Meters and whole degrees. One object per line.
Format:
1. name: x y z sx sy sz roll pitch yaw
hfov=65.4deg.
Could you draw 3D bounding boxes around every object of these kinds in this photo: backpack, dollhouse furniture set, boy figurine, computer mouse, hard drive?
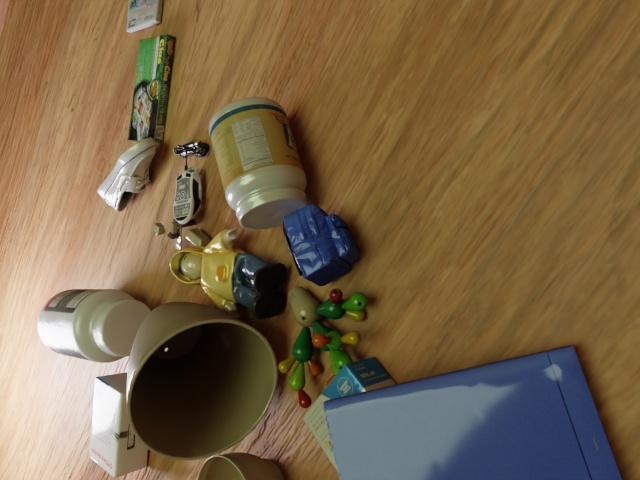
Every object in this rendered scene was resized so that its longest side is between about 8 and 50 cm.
1. backpack: 0.000 0.000 0.818 0.101 0.098 0.120 -29 66 6
2. dollhouse furniture set: -0.302 0.013 1.100 0.114 0.091 0.081 33 124 35
3. boy figurine: -0.188 0.058 0.980 0.285 0.092 0.177 16 107 39
4. computer mouse: -0.292 -0.128 1.117 0.106 0.042 0.192 -5 79 37
5. hard drive: 0.176 0.269 0.607 0.319 0.040 0.210 -19 74 18

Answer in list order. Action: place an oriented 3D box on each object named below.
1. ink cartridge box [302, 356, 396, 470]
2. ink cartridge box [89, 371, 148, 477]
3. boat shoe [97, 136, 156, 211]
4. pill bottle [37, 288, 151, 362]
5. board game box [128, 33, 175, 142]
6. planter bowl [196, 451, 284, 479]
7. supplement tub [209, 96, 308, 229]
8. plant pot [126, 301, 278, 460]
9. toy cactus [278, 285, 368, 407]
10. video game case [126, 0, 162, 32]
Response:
1. ink cartridge box: 0.092 0.305 0.728 0.231 0.078 0.134 48 118 32
2. ink cartridge box: -0.493 0.448 1.231 0.148 0.086 0.203 8 93 42
3. boat shoe: -0.467 -0.160 1.252 0.084 0.095 0.258 51 132 -5
4. pill bottle: -0.552 0.208 1.236 0.319 0.176 0.176 -5 85 41
5. board game box: -0.428 -0.378 1.258 0.136 0.030 0.259 13 97 43
6. planter bowl: -0.131 0.456 0.895 0.162 0.109 0.162 -3 85 42
7. supplement tub: -0.108 -0.134 0.884 0.144 0.144 0.199 -31 69 36
8. plant pot: -0.255 0.221 0.950 0.274 0.257 0.256 25 105 57
9. toy cactus: -0.012 0.150 0.825 0.180 0.112 0.219 53 129 41
10. video game case: -0.457 -0.629 1.304 0.157 0.019 0.143 9 93 42
